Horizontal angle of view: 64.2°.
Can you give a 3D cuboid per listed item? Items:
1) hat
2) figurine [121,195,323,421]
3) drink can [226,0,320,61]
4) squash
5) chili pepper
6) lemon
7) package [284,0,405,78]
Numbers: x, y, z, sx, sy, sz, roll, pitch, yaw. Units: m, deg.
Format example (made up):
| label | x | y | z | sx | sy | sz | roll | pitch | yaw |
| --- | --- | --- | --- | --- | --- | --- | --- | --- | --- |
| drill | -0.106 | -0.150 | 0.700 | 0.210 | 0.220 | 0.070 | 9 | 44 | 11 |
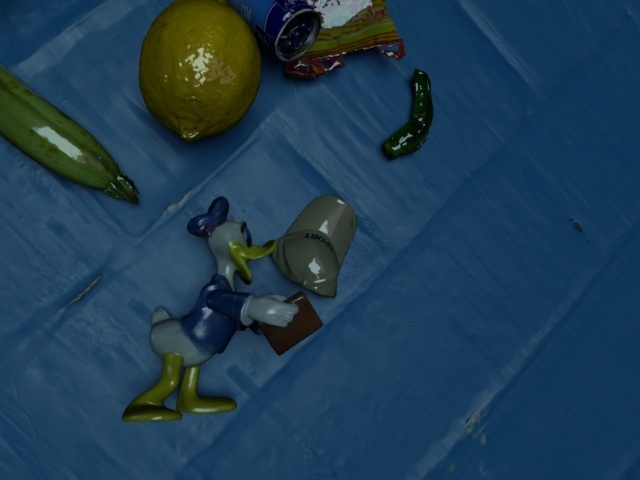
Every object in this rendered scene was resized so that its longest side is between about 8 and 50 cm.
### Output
| label | x | y | z | sx | sy | sz | roll | pitch | yaw |
| --- | --- | --- | --- | --- | --- | --- | --- | --- | --- |
| hat | 0.000 | 0.000 | 0.879 | 0.147 | 0.085 | 0.175 | 30 | 80 | -9 |
| figurine | -0.143 | 0.089 | 0.776 | 0.283 | 0.204 | 0.338 | -8 | 76 | 17 |
| drink can | -0.108 | -0.405 | 0.841 | 0.097 | 0.097 | 0.235 | -36 | 73 | -14 |
| squash | -0.422 | -0.165 | 0.785 | 0.341 | 0.094 | 0.094 | 40 | 77 | -9 |
| chili pepper | 0.177 | -0.231 | 0.962 | 0.073 | 0.050 | 0.182 | 23 | 78 | -5 |
| lemon | -0.187 | -0.270 | 0.802 | 0.188 | 0.188 | 0.257 | 13 | 75 | -13 |
| package | 0.020 | -0.445 | 0.905 | 0.223 | 0.108 | 0.288 | -11 | 104 | 0 |
